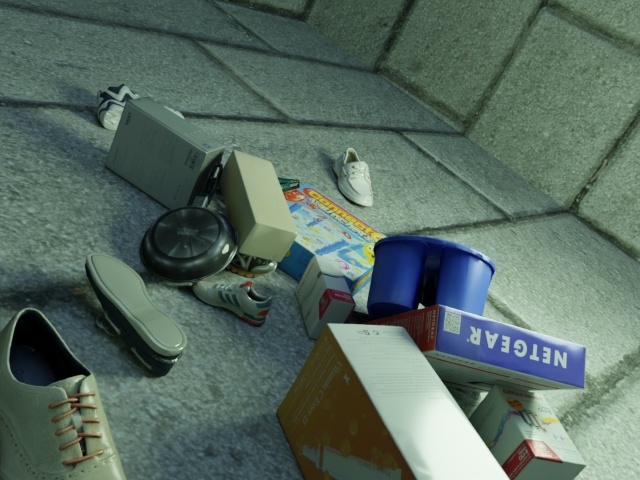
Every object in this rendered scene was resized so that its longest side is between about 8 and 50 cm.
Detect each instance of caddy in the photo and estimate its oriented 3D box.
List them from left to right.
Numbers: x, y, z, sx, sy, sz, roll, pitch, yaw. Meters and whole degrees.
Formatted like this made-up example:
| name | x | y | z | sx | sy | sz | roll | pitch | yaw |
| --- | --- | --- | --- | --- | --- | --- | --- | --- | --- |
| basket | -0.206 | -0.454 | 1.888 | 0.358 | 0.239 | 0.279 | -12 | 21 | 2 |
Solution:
| name | x | y | z | sx | sy | sz | roll | pitch | yaw |
| --- | --- | --- | --- | --- | --- | --- | --- | --- | --- |
| caddy | 0.221 | 0.088 | 1.333 | 0.242 | 0.179 | 0.341 | 11 | -18 | 11 |

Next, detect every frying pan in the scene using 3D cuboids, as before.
| name | x | y | z | sx | sy | sz | roll | pitch | yaw |
| --- | --- | --- | --- | --- | --- | --- | --- | --- | --- |
| frying pan | -0.232 | -0.044 | 1.350 | 0.197 | 0.053 | 0.326 | 24 | 56 | 19 |

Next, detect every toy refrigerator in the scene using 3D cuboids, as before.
| name | x | y | z | sx | sy | sz | roll | pitch | yaw |
| --- | --- | --- | --- | --- | --- | --- | --- | --- | --- |
| toy refrigerator | -0.143 | -0.076 | 1.428 | 0.102 | 0.094 | 0.269 | 15 | 34 | -30 |

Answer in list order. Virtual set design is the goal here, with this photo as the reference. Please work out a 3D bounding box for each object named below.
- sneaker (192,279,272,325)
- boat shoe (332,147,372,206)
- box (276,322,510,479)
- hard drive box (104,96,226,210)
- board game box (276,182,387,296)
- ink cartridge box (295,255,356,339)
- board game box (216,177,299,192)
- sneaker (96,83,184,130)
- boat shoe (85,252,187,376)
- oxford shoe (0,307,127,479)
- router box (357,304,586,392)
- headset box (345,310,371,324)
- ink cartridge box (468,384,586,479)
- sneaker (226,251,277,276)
| name | x | y | z | sx | sy | sz | roll | pitch | yaw |
| --- | --- | --- | --- | --- | --- | --- | --- | --- | --- |
| sneaker | -0.169 | 0.101 | 1.285 | 0.161 | 0.075 | 0.057 | 27 | 27 | -2 |
| boat shoe | 0.109 | -0.208 | 2.067 | 0.098 | 0.096 | 0.277 | 14 | 30 | -27 |
| box | 0.099 | 0.321 | 0.995 | 0.168 | 0.214 | 0.345 | 8 | 32 | -34 |
| hard drive box | -0.360 | -0.194 | 1.512 | 0.232 | 0.181 | 0.089 | 33 | 27 | 9 |
| board game box | 0.000 | 0.000 | 1.610 | 0.308 | 0.086 | 0.302 | 35 | 28 | 13 |
| ink cartridge box | 0.007 | 0.121 | 1.377 | 0.063 | 0.109 | 0.150 | 14 | 30 | -24 |
| board game box | -0.164 | -0.141 | 1.670 | 0.186 | 0.026 | 0.126 | 8 | 18 | 31 |
| sneaker | -0.496 | -0.363 | 1.776 | 0.235 | 0.094 | 0.153 | -7 | 50 | -34 |
| boat shoe | -0.322 | 0.121 | 1.105 | 0.254 | 0.079 | 0.095 | 41 | 27 | 19 |
| oxford shoe | -0.321 | 0.250 | 0.800 | 0.141 | 0.146 | 0.397 | -7 | 43 | -49 |
| router box | 0.276 | 0.222 | 1.267 | 0.336 | 0.301 | 0.082 | 17 | 70 | -22 |
| headset box | 0.080 | 0.184 | 1.420 | 0.083 | 0.032 | 0.062 | 17 | 29 | -23 |
| ink cartridge box | 0.379 | 0.385 | 1.240 | 0.128 | 0.127 | 0.176 | 16 | 28 | -23 |
| sneaker | -0.190 | 0.008 | 1.424 | 0.215 | 0.083 | 0.084 | 25 | 25 | -9 |
